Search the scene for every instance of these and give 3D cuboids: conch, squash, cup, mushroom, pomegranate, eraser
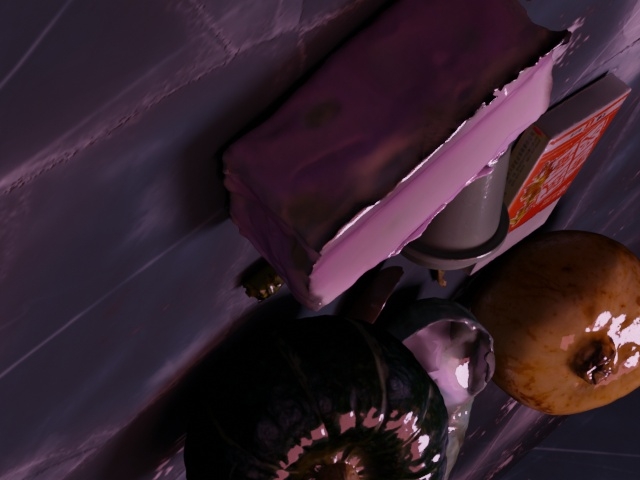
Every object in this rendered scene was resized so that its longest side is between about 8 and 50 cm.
[{"bbox_3d":[0.087,0.190,2.154,0.277,0.195,0.220,-26,148,14],"label":"conch"},{"bbox_3d":[-0.003,0.191,1.796,0.252,0.165,0.252,-15,124,-23],"label":"squash"},{"bbox_3d":[0.115,-0.056,1.696,0.120,0.120,0.141,-35,148,-34],"label":"cup"},{"bbox_3d":[0.119,0.017,2.051,0.286,0.028,0.026,71,22,-74],"label":"mushroom"},{"bbox_3d":[0.306,0.102,2.353,0.248,0.248,0.248,-42,164,-14],"label":"pomegranate"},{"bbox_3d":[0.238,-0.071,2.098,0.157,0.038,0.230,-32,159,-41],"label":"eraser"}]

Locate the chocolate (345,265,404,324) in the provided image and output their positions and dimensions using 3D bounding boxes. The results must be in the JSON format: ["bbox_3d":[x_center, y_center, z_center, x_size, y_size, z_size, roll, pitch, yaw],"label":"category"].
[{"bbox_3d":[0.048,0.065,1.964,0.064,0.031,0.100,-57,178,-37],"label":"chocolate"}]

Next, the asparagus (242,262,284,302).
[{"bbox_3d":[0.000,0.000,1.664,0.165,0.030,0.036,-37,153,-29],"label":"asparagus"}]

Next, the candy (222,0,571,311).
[{"bbox_3d":[0.056,-0.080,1.439,0.265,0.116,0.155,-43,165,-12],"label":"candy"}]
